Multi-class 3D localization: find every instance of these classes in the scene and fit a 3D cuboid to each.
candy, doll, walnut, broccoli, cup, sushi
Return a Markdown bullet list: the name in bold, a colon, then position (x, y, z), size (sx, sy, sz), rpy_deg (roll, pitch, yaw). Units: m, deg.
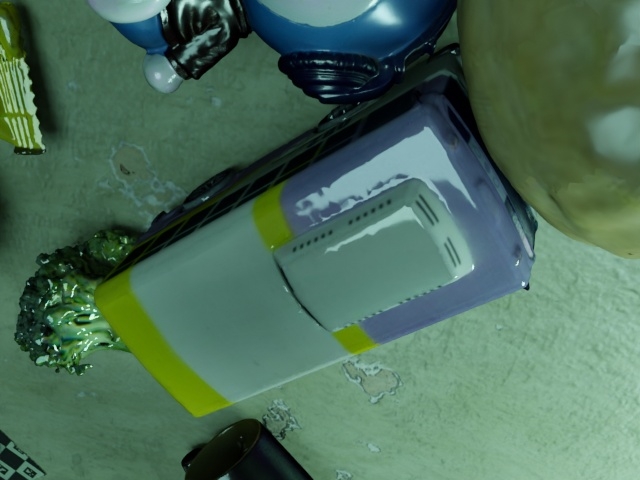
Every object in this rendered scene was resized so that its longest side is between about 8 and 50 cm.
- **candy**: position (-0.488, -0.200, 0.780), size (0.297, 0.081, 0.187), rpy_deg (3, 116, 11)
- **doll**: position (-0.023, -0.258, 0.542), size (0.310, 0.240, 0.284), rpy_deg (-8, 93, 4)
- **walnut**: position (0.280, -0.163, 0.486), size (0.381, 0.381, 0.381), rpy_deg (5, 118, 10)
- **broccoli**: position (-0.267, 0.088, 0.877), size (0.275, 0.177, 0.198), rpy_deg (8, 86, -23)
- **cup**: position (-0.128, 0.401, 0.972), size (0.239, 0.166, 0.177), rpy_deg (-29, 104, 23)
- **sushi**: position (-0.661, 0.371, 1.144), size (0.192, 0.043, 0.279), rpy_deg (-27, 108, 24)

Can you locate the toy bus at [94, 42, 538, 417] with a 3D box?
- **toy bus**: position (0.000, 0.000, 0.678), size (0.440, 0.249, 0.209), rpy_deg (-26, 109, 24)
